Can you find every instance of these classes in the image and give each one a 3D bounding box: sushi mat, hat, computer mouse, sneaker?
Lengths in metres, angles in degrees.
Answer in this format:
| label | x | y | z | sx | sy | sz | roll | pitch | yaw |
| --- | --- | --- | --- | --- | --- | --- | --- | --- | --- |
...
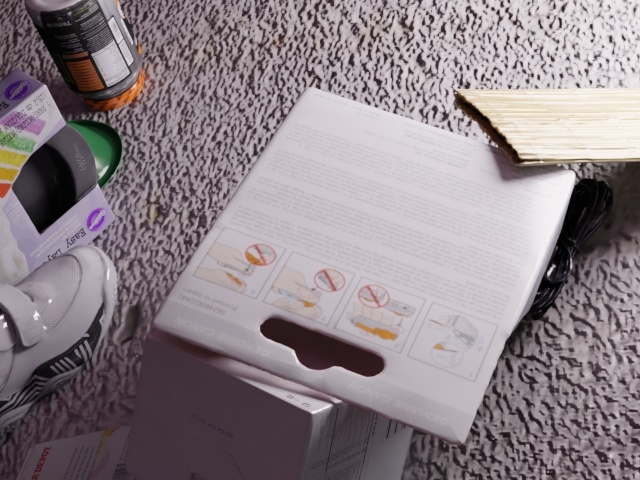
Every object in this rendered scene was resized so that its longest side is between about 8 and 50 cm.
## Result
| label | x | y | z | sx | sy | sz | roll | pitch | yaw |
| --- | --- | --- | --- | --- | --- | --- | --- | --- | --- |
| sushi mat | 0.315 | -0.127 | 1.487 | 0.316 | 0.019 | 0.151 | -3 | 34 | -24 |
| hat | -0.381 | -0.146 | 1.751 | 0.208 | 0.183 | 0.173 | -38 | 48 | -15 |
| computer mouse | 0.172 | -0.020 | 1.519 | 0.272 | 0.072 | 0.188 | 23 | 65 | 25 |
| sneaker | -0.386 | 0.099 | 1.509 | 0.137 | 0.210 | 0.366 | 25 | 61 | 35 |

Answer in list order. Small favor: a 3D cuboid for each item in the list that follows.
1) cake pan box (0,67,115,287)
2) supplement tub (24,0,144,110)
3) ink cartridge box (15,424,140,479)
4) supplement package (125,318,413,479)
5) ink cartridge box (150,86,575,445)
| label | x | y | z | sx | sy | sz | roll | pitch | yaw |
| --- | --- | --- | --- | --- | --- | --- | --- | --- | --- |
| cake pan box | -0.388 | -0.037 | 1.613 | 0.070 | 0.246 | 0.267 | 31 | 63 | 34 |
| supplement tub | -0.314 | -0.275 | 1.841 | 0.117 | 0.190 | 0.117 | -10 | 47 | 11 |
| ink cartridge box | -0.215 | 0.252 | 1.377 | 0.175 | 0.072 | 0.127 | -13 | 24 | 10 |
| supplement package | -0.040 | 0.167 | 1.292 | 0.194 | 0.149 | 0.203 | 23 | 21 | 30 |
| ink cartridge box | 0.053 | 0.028 | 1.332 | 0.308 | 0.091 | 0.385 | 20 | 48 | 12 |
